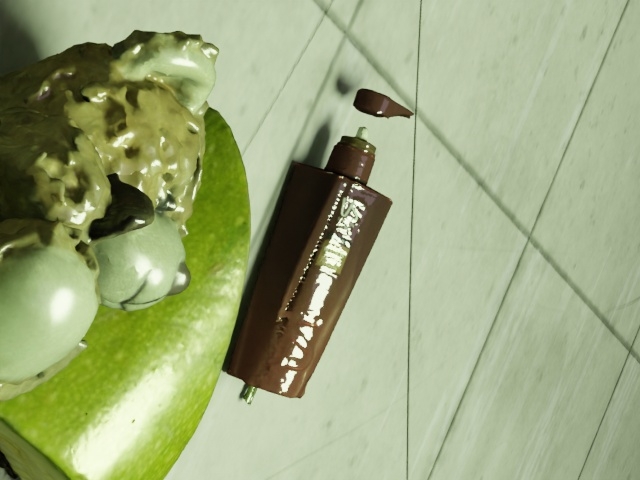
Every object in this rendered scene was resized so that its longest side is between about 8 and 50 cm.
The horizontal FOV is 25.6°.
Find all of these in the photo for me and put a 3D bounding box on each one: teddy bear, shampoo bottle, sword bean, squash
[{"bbox_3d":[-0.152,-0.003,0.703,0.256,0.156,0.267,-36,175,-44],"label":"teddy bear"},{"bbox_3d":[0.002,0.001,1.050,0.068,0.067,0.236,24,86,-52],"label":"shampoo bottle"},{"bbox_3d":[-0.042,0.087,1.084,0.012,0.012,0.083,28,82,-61],"label":"sword bean"},{"bbox_3d":[-0.097,0.056,0.888,0.252,0.093,0.169,-52,144,-29],"label":"squash"}]
